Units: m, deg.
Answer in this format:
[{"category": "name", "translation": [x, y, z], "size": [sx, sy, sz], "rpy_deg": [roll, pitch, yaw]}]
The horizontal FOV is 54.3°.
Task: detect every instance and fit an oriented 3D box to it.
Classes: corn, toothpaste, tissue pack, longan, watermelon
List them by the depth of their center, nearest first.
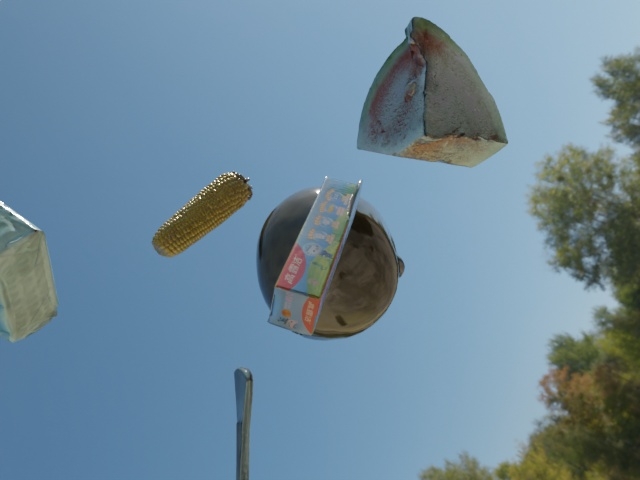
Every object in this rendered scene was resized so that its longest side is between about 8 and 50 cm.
[{"category": "toothpaste", "translation": [0.000, 0.000, 0.615], "size": [0.193, 0.044, 0.070], "rpy_deg": [-68, -8, -52]}, {"category": "tissue pack", "translation": [-0.448, -0.004, 0.755], "size": [0.089, 0.263, 0.177], "rpy_deg": [-49, -17, -41]}, {"category": "watermelon", "translation": [0.177, -0.245, 1.218], "size": [0.320, 0.290, 0.213], "rpy_deg": [58, -149, -20]}, {"category": "longan", "translation": [0.022, 0.050, 1.367], "size": [0.361, 0.361, 0.361], "rpy_deg": [-37, -40, -39]}, {"category": "corn", "translation": [-0.311, -0.069, 1.642], "size": [0.305, 0.106, 0.106], "rpy_deg": [-42, -36, -23]}]

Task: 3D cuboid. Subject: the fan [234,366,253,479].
[{"category": "fan", "translation": [-0.100, 0.306, 0.808], "size": [0.023, 0.057, 0.282], "rpy_deg": [0, -92, -28]}]
